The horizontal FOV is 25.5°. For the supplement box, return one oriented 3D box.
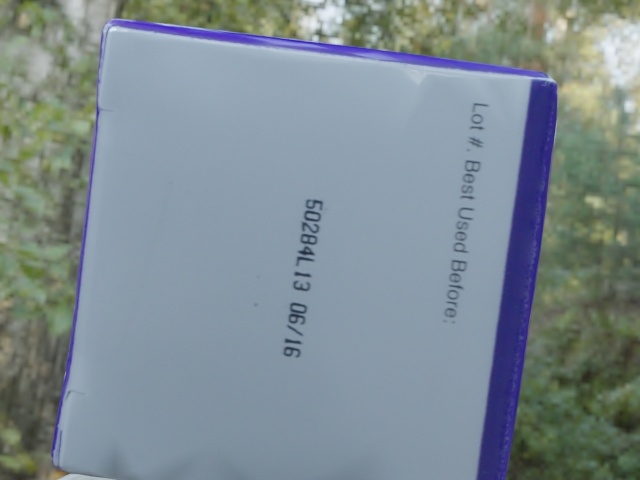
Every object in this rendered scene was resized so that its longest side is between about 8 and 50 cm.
[{"bbox_3d":[0.000,0.000,0.438,0.114,0.111,0.220,8,4,3],"label":"supplement box"}]

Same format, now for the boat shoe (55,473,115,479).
[{"bbox_3d":[-0.054,0.114,0.542,0.075,0.206,0.065,26,-43,35],"label":"boat shoe"}]
